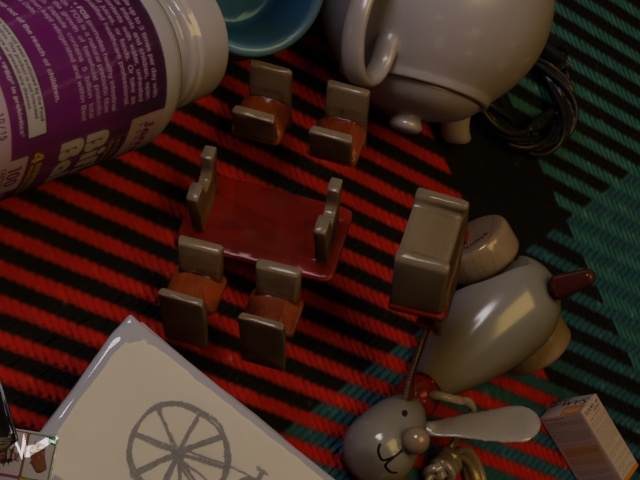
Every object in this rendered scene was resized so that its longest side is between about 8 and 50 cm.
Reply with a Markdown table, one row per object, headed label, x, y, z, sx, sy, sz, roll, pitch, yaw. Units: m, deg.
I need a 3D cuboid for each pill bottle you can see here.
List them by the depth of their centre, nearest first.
| label | x | y | z | sx | sy | sz | roll | pitch | yaw |
| --- | --- | --- | --- | --- | --- | --- | --- | --- | --- |
| pill bottle | -0.223 | -0.137 | 1.449 | 0.301 | 0.169 | 0.169 | -26 | 96 | -42 |

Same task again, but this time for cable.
| label | x | y | z | sx | sy | sz | roll | pitch | yaw |
| --- | --- | --- | --- | --- | --- | --- | --- | --- | --- |
| cable | 0.215 | -0.175 | 1.939 | 0.184 | 0.047 | 0.150 | 20 | 71 | -39 |

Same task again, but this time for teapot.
| label | x | y | z | sx | sy | sz | roll | pitch | yaw |
| --- | --- | --- | --- | --- | --- | --- | --- | --- | --- |
| teapot | 0.103 | -0.199 | 1.725 | 0.256 | 0.252 | 0.187 | 17 | 85 | -21 |

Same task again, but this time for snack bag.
| label | x | y | z | sx | sy | sz | roll | pitch | yaw |
| --- | --- | --- | --- | --- | --- | --- | --- | --- | --- |
| snack bag | -0.132 | 0.288 | 1.410 | 0.323 | 0.037 | 0.342 | 40 | 71 | -10 |

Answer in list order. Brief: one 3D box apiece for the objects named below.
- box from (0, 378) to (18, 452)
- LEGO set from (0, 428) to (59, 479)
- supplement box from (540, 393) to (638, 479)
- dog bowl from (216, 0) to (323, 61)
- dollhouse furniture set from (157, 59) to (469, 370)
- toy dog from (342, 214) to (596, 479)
| label | x | y | z | sx | sy | sz | roll | pitch | yaw |
| --- | --- | --- | --- | --- | --- | --- | --- | --- | --- |
| box | -0.336 | 0.049 | 1.196 | 0.076 | 0.242 | 0.307 | 3 | 59 | -44 |
| LEGO set | -0.307 | 0.257 | 1.325 | 0.182 | 0.060 | 0.244 | 8 | 74 | -1 |
| supplement box | 0.290 | 0.217 | 1.879 | 0.036 | 0.062 | 0.098 | -43 | 108 | -39 |
| dog bowl | -0.061 | -0.307 | 1.614 | 0.166 | 0.074 | 0.297 | 4 | 102 | -24 |
| dollhouse furniture set | 0.000 | 0.000 | 1.602 | 0.259 | 0.135 | 0.262 | 15 | 61 | 8 |
| toy dog | 0.167 | 0.115 | 1.731 | 0.220 | 0.161 | 0.333 | 37 | 56 | -28 |
